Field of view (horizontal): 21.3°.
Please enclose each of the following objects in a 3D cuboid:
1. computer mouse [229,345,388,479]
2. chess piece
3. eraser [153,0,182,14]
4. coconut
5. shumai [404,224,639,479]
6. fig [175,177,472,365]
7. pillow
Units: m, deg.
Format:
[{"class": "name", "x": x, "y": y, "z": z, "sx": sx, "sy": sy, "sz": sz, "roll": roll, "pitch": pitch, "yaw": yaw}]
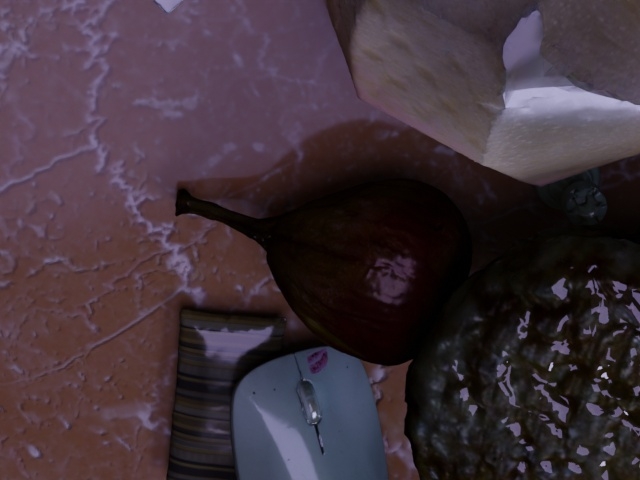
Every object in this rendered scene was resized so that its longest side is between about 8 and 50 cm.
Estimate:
[{"class": "computer mouse", "x": -0.004, "y": 0.252, "z": 1.762, "sx": 0.159, "sy": 0.097, "sz": 0.288, "roll": -14, "pitch": 117, "yaw": -16}, {"class": "chess piece", "x": 0.252, "y": -0.049, "z": 1.683, "sx": 0.067, "sy": 0.103, "sz": 0.067, "roll": -1, "pitch": 111, "yaw": -4}, {"class": "eraser", "x": -0.126, "y": -0.299, "z": 1.597, "sx": 0.150, "sy": 0.023, "sz": 0.104, "roll": -40, "pitch": 109, "yaw": 10}, {"class": "coconut", "x": 0.193, "y": -0.213, "z": 1.512, "sx": 0.352, "sy": 0.352, "sz": 0.353, "roll": -2, "pitch": 111, "yaw": -4}, {"class": "shumai", "x": 0.306, "y": 0.116, "z": 1.637, "sx": 0.395, "sy": 0.348, "sz": 0.395, "roll": 8, "pitch": 116, "yaw": 17}, {"class": "fig", "x": 0.004, "y": 0.030, "z": 1.673, "sx": 0.290, "sy": 0.191, "sz": 0.191, "roll": -4, "pitch": 113, "yaw": 15}, {"class": "pillow", "x": -0.100, "y": 0.167, "z": 1.773, "sx": 0.113, "sy": 0.038, "sz": 0.203, "roll": 6, "pitch": 110, "yaw": -5}]
